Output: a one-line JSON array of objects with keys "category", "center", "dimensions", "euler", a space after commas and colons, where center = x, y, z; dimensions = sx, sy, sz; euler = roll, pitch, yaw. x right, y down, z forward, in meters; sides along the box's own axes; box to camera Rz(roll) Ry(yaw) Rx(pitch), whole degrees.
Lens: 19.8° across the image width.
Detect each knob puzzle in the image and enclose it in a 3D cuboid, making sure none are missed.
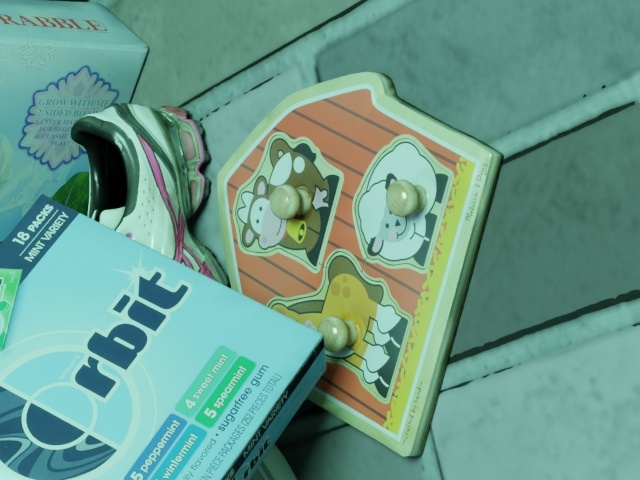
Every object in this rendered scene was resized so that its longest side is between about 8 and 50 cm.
[{"category": "knob puzzle", "center": [0.000, 0.000, 0.993], "dimensions": [0.213, 0.030, 0.213], "euler": [2, 93, 46]}]

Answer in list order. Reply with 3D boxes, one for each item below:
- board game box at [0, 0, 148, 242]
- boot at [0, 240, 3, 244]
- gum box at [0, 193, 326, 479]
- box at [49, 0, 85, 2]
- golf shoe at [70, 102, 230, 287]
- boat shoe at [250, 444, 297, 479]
[{"category": "board game box", "center": [-0.288, 0.003, 1.088], "dimensions": [0.066, 0.318, 0.318], "euler": [41, 120, 36]}, {"category": "boot", "center": [-0.136, 0.130, 1.066], "dimensions": [0.236, 0.085, 0.179], "euler": [51, 150, 37]}, {"category": "gum box", "center": [-0.115, 0.077, 0.957], "dimensions": [0.184, 0.157, 0.041], "euler": [26, 151, 18]}, {"category": "box", "center": [-0.274, -0.275, 1.165], "dimensions": [0.294, 0.182, 0.296], "euler": [45, 121, 37]}, {"category": "golf shoe", "center": [-0.102, 0.012, 1.061], "dimensions": [0.067, 0.086, 0.186], "euler": [-22, 77, 42]}, {"category": "boat shoe", "center": [-0.046, 0.208, 1.008], "dimensions": [0.079, 0.081, 0.228], "euler": [-26, 73, 43]}]
